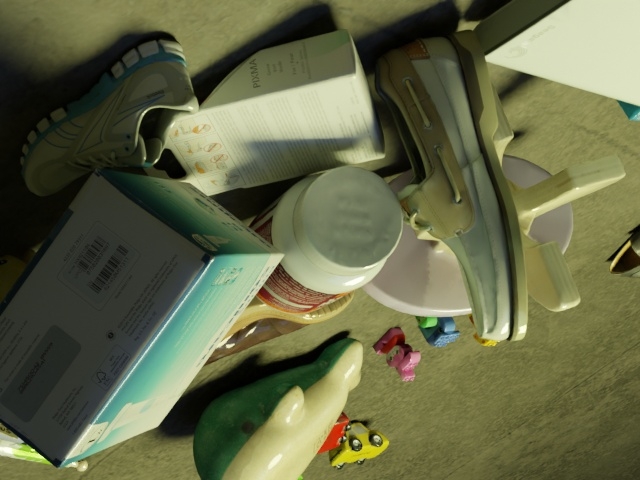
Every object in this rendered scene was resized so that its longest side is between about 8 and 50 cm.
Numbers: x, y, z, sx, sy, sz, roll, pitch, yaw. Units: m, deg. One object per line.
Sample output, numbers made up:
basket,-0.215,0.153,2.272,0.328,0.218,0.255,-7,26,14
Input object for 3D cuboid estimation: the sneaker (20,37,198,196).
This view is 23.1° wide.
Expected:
sneaker,-0.180,-0.086,1.332,0.190,0.083,0.071,-38,156,24

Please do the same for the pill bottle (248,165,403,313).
pill bottle,0.000,0.000,1.564,0.121,0.121,0.221,-19,175,-19

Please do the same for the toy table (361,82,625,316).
toy table,0.180,-0.025,1.667,0.274,0.252,0.161,-29,174,-26

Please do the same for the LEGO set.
LEGO set,0.181,0.114,2.088,0.087,0.093,0.227,-5,147,-42

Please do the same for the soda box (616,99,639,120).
soda box,0.407,-0.221,1.698,0.067,0.071,0.210,0,144,-46

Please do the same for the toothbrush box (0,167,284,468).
toothbrush box,-0.166,0.062,1.369,0.216,0.126,0.295,-54,171,7

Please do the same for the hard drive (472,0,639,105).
hard drive,0.329,-0.202,1.534,0.307,0.040,0.203,10,153,-36

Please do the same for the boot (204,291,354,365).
boot,-0.103,0.094,1.799,0.248,0.090,0.207,-10,162,-37

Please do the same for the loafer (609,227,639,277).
loafer,0.471,0.006,2.227,0.061,0.062,0.170,-11,150,-24

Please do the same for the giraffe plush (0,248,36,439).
giraffe plush,-0.322,0.085,1.448,0.210,0.181,0.170,24,103,-48

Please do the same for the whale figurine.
whale figurine,-0.057,0.225,2.050,0.272,0.141,0.216,-47,162,-20

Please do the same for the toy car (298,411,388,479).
toy car,-0.029,0.323,2.326,0.225,0.053,0.239,-32,155,9

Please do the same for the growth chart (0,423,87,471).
growth chart,-0.299,0.198,1.789,0.172,0.021,0.237,12,141,-31

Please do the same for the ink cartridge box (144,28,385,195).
ink cartridge box,-0.062,-0.111,1.472,0.224,0.056,0.181,-11,157,7

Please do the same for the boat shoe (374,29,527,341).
boat shoe,0.124,-0.045,1.501,0.103,0.302,0.113,-12,177,-8
